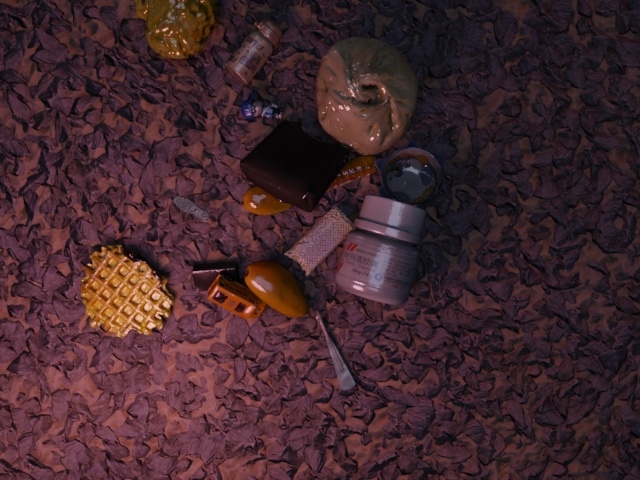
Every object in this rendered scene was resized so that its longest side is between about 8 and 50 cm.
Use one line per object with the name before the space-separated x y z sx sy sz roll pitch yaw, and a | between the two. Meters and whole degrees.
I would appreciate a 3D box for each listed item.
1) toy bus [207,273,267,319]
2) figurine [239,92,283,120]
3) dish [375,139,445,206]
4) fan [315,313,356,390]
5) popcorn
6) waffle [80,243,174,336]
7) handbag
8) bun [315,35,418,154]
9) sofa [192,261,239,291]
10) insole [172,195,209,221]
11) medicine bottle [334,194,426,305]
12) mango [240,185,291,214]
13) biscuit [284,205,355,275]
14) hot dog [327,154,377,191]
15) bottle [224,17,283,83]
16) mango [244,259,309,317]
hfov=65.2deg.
toy bus | -0.265 0.193 1.618 0.194 0.088 0.083 31 110 -18
figurine | -0.194 -0.423 1.641 0.136 0.077 0.079 20 126 -17
dish | 0.291 -0.208 1.642 0.236 0.086 0.228 -8 75 -3
fan | 0.041 0.378 1.693 0.057 0.023 0.282 -25 93 8
popcorn | -0.441 -0.705 1.542 0.257 0.224 0.270 -18 99 6
waffle | -0.635 0.168 1.645 0.311 0.060 0.307 5 94 -2
handbag | -0.077 -0.245 1.584 0.285 0.113 0.257 29 71 23
bun | 0.151 -0.447 1.555 0.326 0.234 0.362 -17 109 -6
sofa | -0.345 0.118 1.658 0.147 0.060 0.085 -5 116 -1
insole | -0.431 -0.107 1.669 0.135 0.002 0.045 32 91 -3
medicine bottle | 0.195 0.028 1.574 0.245 0.245 0.306 16 91 -2
mango | -0.171 -0.134 1.650 0.187 0.066 0.101 0 93 -10
biscuit | 0.000 0.000 1.659 0.239 0.062 0.108 -44 91 -1
hot dog | 0.052 -0.216 1.650 0.289 0.068 0.083 -20 86 0
bottle | -0.213 -0.617 1.607 0.209 0.097 0.110 -52 130 0
mango | -0.134 0.155 1.629 0.253 0.138 0.113 40 131 -14
